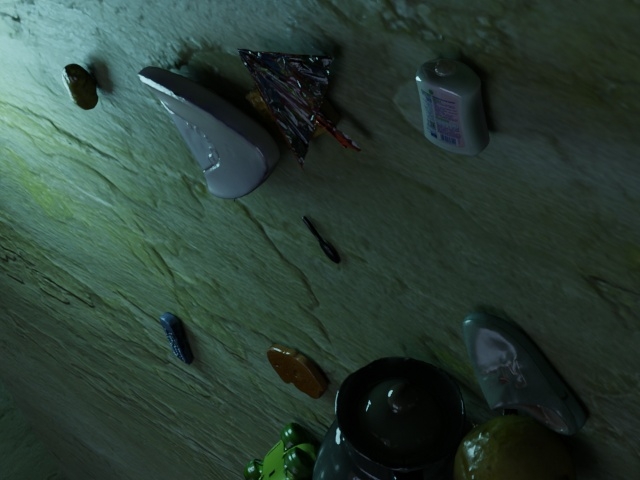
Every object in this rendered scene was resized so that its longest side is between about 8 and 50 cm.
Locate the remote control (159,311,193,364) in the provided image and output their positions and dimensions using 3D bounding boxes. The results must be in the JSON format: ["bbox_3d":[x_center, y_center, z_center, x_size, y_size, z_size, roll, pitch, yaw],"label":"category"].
[{"bbox_3d":[-0.274,0.185,2.362,0.043,0.027,0.152,27,151,23],"label":"remote control"}]

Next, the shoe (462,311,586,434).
[{"bbox_3d":[0.235,0.174,1.498,0.195,0.078,0.079,45,156,-6],"label":"shoe"}]

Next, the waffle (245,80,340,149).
[{"bbox_3d":[-0.035,-0.158,1.483,0.092,0.021,0.135,51,154,-9],"label":"waffle"}]

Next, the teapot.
[{"bbox_3d":[0.088,0.312,1.697,0.223,0.305,0.285,18,140,13],"label":"teapot"}]

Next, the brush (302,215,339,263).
[{"bbox_3d":[0.000,0.000,1.680,0.083,0.008,0.024,54,157,-18],"label":"brush"}]

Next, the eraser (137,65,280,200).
[{"bbox_3d":[-0.121,-0.134,1.608,0.243,0.059,0.204,16,142,52],"label":"eraser"}]

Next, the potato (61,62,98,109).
[{"bbox_3d":[-0.359,-0.232,1.849,0.045,0.046,0.092,-8,147,8],"label":"potato"}]

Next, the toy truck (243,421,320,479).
[{"bbox_3d":[-0.032,0.438,2.215,0.210,0.148,0.187,35,-164,-32],"label":"toy truck"}]

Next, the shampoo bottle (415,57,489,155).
[{"bbox_3d":[0.130,-0.137,1.234,0.072,0.043,0.099,27,148,35],"label":"shampoo bottle"}]

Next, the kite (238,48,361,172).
[{"bbox_3d":[-0.026,-0.159,1.432,0.189,0.009,0.232,40,154,8],"label":"kite"}]

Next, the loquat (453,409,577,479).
[{"bbox_3d":[0.251,0.312,1.573,0.172,0.149,0.204,96,155,-56],"label":"loquat"}]

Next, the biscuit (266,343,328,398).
[{"bbox_3d":[-0.037,0.214,2.043,0.130,0.019,0.102,19,144,45],"label":"biscuit"}]
